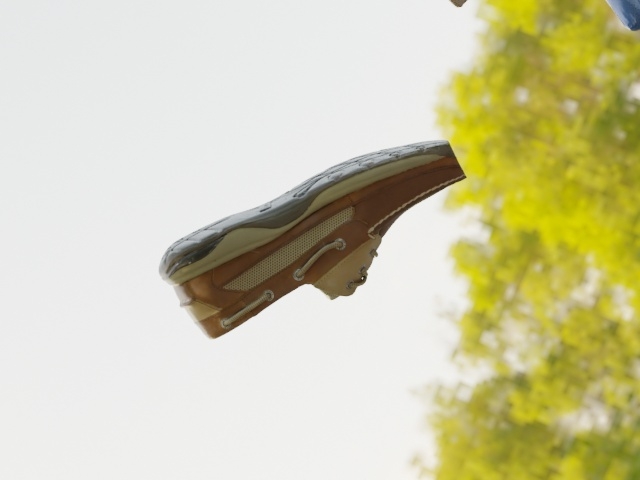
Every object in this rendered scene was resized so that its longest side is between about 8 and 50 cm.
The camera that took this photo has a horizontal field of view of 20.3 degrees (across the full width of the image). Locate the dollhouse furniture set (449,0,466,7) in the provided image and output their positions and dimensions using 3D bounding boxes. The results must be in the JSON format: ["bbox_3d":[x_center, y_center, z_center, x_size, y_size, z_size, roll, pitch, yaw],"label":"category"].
[{"bbox_3d":[0.096,-0.528,1.981,0.394,0.362,0.256,-52,-47,3],"label":"dollhouse furniture set"}]

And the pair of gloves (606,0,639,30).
[{"bbox_3d":[0.190,-0.176,1.140,0.023,0.159,0.198,-40,3,18],"label":"pair of gloves"}]

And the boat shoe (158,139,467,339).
[{"bbox_3d":[0.000,0.000,1.817,0.122,0.324,0.120,-80,-34,-81],"label":"boat shoe"}]
